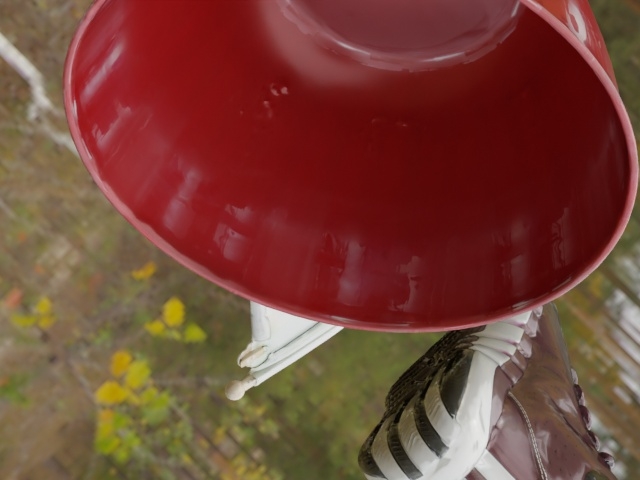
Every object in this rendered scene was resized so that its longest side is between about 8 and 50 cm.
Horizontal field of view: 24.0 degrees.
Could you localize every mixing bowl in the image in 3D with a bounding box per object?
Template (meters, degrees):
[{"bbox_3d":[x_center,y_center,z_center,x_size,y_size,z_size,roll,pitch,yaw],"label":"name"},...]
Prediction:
[{"bbox_3d":[0.017,-0.062,0.498,0.181,0.181,0.098,124,-15,-51],"label":"mixing bowl"}]

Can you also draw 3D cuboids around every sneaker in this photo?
[{"bbox_3d":[0.118,0.122,0.832,0.106,0.162,0.281,-45,178,21],"label":"sneaker"}]

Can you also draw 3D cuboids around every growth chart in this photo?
[{"bbox_3d":[0.000,0.000,1.132,0.172,0.021,0.237,-28,139,-34],"label":"growth chart"}]
